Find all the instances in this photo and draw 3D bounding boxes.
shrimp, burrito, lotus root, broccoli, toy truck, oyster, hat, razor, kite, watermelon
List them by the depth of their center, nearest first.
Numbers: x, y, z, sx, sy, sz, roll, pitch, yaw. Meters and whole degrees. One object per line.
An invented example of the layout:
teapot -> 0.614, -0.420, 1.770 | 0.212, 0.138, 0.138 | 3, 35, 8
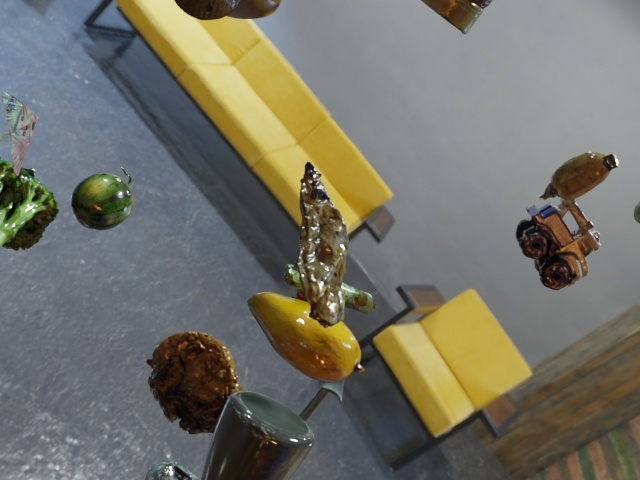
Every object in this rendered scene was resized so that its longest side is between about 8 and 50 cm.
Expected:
kite -> -0.462, -0.155, 0.973 | 0.005, 0.137, 0.152 | 11, 33, 9
hat -> -0.190, -0.451, 1.131 | 0.146, 0.146, 0.067 | 39, 7, -33
lotus root -> 0.467, -0.117, 1.201 | 0.063, 0.152, 0.072 | 16, 50, -43
oyster -> 0.002, 0.001, 1.275 | 0.128, 0.078, 0.345 | 17, 61, -47
broccoli -> -0.756, -0.046, 1.494 | 0.254, 0.269, 0.269 | 27, 28, -28
burrito -> 0.012, 0.123, 1.583 | 0.288, 0.104, 0.054 | 24, 65, -40
razor -> -0.023, 0.410, 1.592 | 0.068, 0.232, 0.106 | 31, 24, -7
watermelon -> -0.523, -0.103, 1.615 | 0.141, 0.140, 0.187 | 50, 41, -3
toy truck -> 0.592, 0.003, 1.622 | 0.213, 0.177, 0.161 | 55, 16, -7
shrimp -> -0.279, 0.673, 1.641 | 0.372, 0.172, 0.137 | 31, 27, 7

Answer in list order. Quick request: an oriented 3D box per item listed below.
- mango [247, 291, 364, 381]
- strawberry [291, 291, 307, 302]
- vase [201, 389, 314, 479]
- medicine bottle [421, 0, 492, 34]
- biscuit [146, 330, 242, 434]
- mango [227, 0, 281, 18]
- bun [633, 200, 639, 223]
mango -> -0.035, 0.203, 1.430 | 0.316, 0.119, 0.176 | 32, 28, 30
strawberry -> -0.020, 0.180, 1.821 | 0.152, 0.104, 0.048 | 16, -1, -35
vase -> -0.159, 0.446, 1.172 | 0.173, 0.321, 0.173 | 29, 3, -1
medicine bottle -> 0.335, -0.587, 1.296 | 0.151, 0.322, 0.151 | 32, 22, -15
biscuit -> -0.381, 0.434, 1.957 | 0.081, 0.289, 0.334 | -53, 123, -73
mango -> -0.214, -0.635, 1.580 | 0.317, 0.211, 0.173 | 19, 75, -63
bun -> 0.651, -0.067, 1.283 | 0.083, 0.083, 0.045 | 35, 18, -40
